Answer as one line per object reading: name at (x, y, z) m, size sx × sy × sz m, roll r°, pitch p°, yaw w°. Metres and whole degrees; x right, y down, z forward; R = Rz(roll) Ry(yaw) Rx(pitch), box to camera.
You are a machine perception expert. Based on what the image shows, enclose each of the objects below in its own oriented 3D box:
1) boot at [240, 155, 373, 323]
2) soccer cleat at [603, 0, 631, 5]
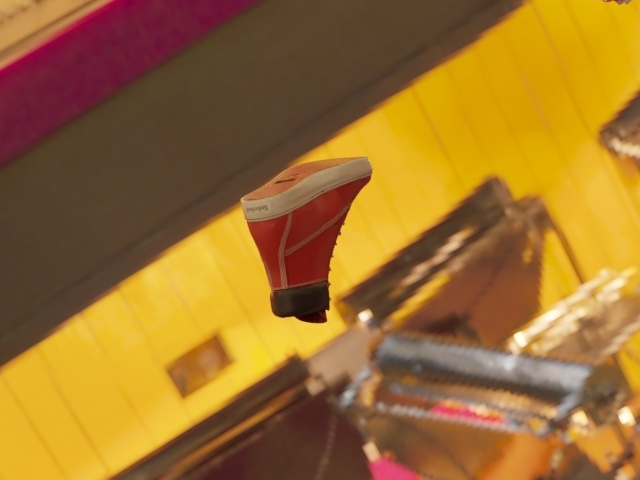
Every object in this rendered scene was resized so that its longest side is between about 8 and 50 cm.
boot at (0.000, 0.000, 1.982) m, size 0.088 × 0.176 × 0.244 m, roll -6°, pitch 16°, yaw 33°
soccer cleat at (0.356, -0.347, 1.674) m, size 0.248 × 0.095 × 0.083 m, roll -45°, pitch 8°, yaw 3°
